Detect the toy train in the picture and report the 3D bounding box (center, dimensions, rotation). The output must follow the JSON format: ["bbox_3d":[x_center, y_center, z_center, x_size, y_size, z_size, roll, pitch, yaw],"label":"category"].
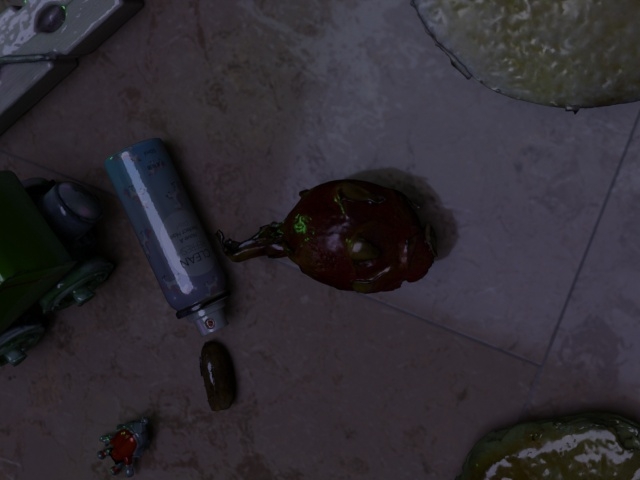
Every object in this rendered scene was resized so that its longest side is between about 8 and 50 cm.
[{"bbox_3d":[-0.399,0.051,1.069,0.307,0.249,0.173,-39,83,21],"label":"toy train"}]

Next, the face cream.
[{"bbox_3d":[-0.168,-0.001,1.070,0.075,0.075,0.229,-25,91,22],"label":"face cream"}]

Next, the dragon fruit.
[{"bbox_3d":[0.000,0.000,0.988,0.246,0.125,0.125,-4,101,27],"label":"dragon fruit"}]

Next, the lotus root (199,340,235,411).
[{"bbox_3d":[-0.120,0.160,1.100,0.030,0.037,0.083,-11,95,17],"label":"lotus root"}]

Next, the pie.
[{"bbox_3d":[0.275,0.314,0.969,0.306,0.071,0.306,2,97,17],"label":"pie"}]

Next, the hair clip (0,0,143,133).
[{"bbox_3d":[-0.358,-0.211,1.094,0.331,0.085,0.101,-33,89,20],"label":"hair clip"}]

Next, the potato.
[{"bbox_3d":[0.229,-0.245,0.866,0.299,0.116,0.239,10,109,6],"label":"potato"}]

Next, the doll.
[{"bbox_3d":[-0.238,0.252,1.158,0.114,0.039,0.057,-47,50,33],"label":"doll"}]
